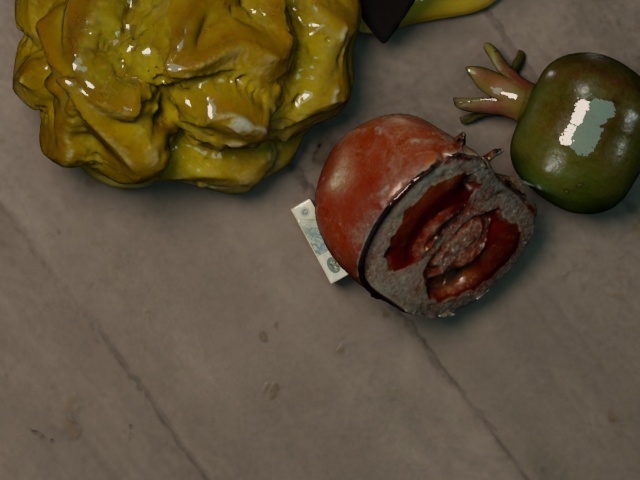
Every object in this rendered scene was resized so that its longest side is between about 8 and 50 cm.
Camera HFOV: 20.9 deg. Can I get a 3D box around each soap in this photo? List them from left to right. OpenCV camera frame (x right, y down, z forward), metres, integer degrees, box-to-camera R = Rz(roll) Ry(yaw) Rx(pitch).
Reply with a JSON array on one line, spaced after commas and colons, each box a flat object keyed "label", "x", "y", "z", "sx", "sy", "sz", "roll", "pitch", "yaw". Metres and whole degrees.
[{"label": "soap", "x": 0.101, "y": -0.258, "z": 1.710, "sx": 0.168, "sy": 0.033, "sz": 0.089, "roll": -13, "pitch": 88, "yaw": -1}]

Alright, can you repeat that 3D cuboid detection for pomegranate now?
[{"label": "pomegranate", "x": 0.227, "y": -0.114, "z": 1.677, "sx": 0.191, "sy": 0.131, "sz": 0.152, "roll": 23, "pitch": 96, "yaw": 21}]

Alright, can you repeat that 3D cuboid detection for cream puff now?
[{"label": "cream puff", "x": -0.124, "y": -0.187, "z": 1.598, "sx": 0.324, "sy": 0.257, "sz": 0.291, "roll": 3, "pitch": 94, "yaw": 0}]

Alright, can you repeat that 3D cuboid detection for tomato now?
[{"label": "tomato", "x": 0.080, "y": -0.039, "z": 1.640, "sx": 0.181, "sy": 0.214, "sz": 0.155, "roll": -48, "pitch": 53, "yaw": 0}]

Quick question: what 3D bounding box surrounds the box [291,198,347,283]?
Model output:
[{"label": "box", "x": 0.000, "y": 0.000, "z": 1.700, "sx": 0.024, "sy": 0.054, "sz": 0.083, "roll": -28, "pitch": 92, "yaw": 3}]

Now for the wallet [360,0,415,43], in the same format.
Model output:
[{"label": "wallet", "x": 0.049, "y": -0.354, "z": 1.566, "sx": 0.041, "sy": 0.323, "sz": 0.247, "roll": -27, "pitch": 77, "yaw": -33}]
